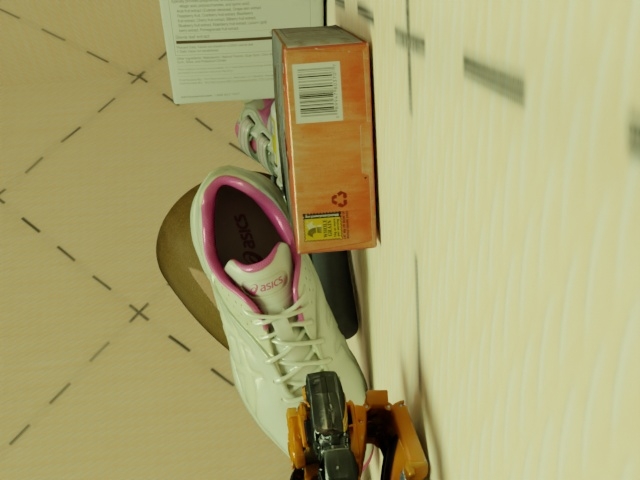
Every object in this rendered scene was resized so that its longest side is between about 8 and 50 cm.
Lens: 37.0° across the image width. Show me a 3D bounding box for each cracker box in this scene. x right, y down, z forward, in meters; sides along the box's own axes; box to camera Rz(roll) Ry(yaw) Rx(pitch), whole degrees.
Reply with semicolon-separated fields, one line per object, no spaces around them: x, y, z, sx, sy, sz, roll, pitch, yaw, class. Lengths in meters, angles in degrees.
-0.002;-0.096;0.806;0.232;0.067;0.155;-106;11;-74;cracker box

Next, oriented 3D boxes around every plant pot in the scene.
-0.088;0.067;1.341;0.254;0.237;0.237;-122;24;-50;plant pot

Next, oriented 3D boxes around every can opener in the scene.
0.000;0.000;1.024;0.093;0.074;0.280;44;-153;-38;can opener

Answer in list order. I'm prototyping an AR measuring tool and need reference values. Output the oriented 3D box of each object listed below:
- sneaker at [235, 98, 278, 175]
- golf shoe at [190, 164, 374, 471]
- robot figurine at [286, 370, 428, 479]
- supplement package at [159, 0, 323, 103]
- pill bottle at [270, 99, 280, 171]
-0.065;-0.140;1.372;0.252;0.111;0.102;-100;7;-54;sneaker
-0.040;0.074;0.843;0.140;0.115;0.306;99;145;-83;golf shoe
0.030;0.224;0.587;0.211;0.085;0.290;94;170;-64;robot figurine
-0.090;-0.320;1.035;0.177;0.175;0.292;-97;5;-46;supplement package
-0.027;-0.137;1.148;0.065;0.065;0.116;-99;6;-52;pill bottle
